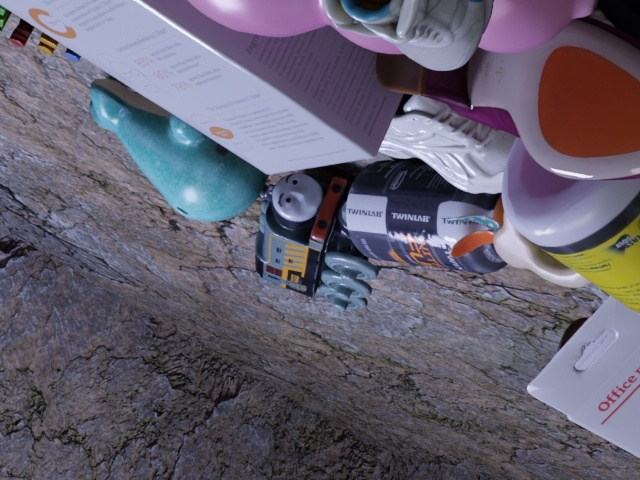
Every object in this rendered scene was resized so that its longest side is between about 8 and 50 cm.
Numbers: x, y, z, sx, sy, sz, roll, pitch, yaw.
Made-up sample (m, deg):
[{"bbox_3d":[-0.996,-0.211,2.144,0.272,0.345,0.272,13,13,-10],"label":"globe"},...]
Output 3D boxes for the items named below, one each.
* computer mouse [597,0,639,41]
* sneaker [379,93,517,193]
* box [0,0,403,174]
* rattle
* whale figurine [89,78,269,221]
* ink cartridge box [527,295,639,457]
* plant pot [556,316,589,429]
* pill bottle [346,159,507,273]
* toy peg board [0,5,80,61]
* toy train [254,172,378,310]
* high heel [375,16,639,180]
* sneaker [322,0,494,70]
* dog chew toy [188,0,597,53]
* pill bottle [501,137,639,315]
[{"bbox_3d":[0.271,-0.183,0.991,0.272,0.072,0.188,26,163,-8],"label":"computer mouse"},{"bbox_3d":[0.135,-0.124,1.354,0.232,0.090,0.115,17,159,20],"label":"sneaker"},{"bbox_3d":[-0.101,-0.225,1.214,0.345,0.168,0.215,32,163,-27],"label":"box"},{"bbox_3d":[0.252,-0.031,1.391,0.130,0.142,0.200,44,153,-26],"label":"rattle"},{"bbox_3d":[-0.206,-0.121,1.741,0.272,0.141,0.216,26,164,-6],"label":"whale figurine"},{"bbox_3d":[0.446,0.171,1.610,0.353,0.207,0.119,30,-155,-18],"label":"ink cartridge box"},{"bbox_3d":[0.449,0.191,1.801,0.165,0.167,0.167,-5,148,46],"label":"plant pot"},{"bbox_3d":[0.159,-0.029,1.537,0.246,0.130,0.130,7,157,44],"label":"pill bottle"},{"bbox_3d":[-0.340,-0.274,1.558,0.161,0.079,0.161,28,164,-15],"label":"toy peg board"},{"bbox_3d":[0.000,0.000,1.820,0.190,0.142,0.334,19,163,3],"label":"toy train"},{"bbox_3d":[0.223,-0.130,1.073,0.181,0.127,0.377,1,-161,-34],"label":"high heel"},{"bbox_3d":[0.042,-0.153,0.737,0.087,0.092,0.228,16,165,22],"label":"sneaker"},{"bbox_3d":[0.045,-0.230,0.926,0.332,0.206,0.206,19,163,12],"label":"dog chew toy"},{"bbox_3d":[0.352,-0.011,1.218,0.334,0.187,0.188,31,163,-26],"label":"pill bottle"}]
